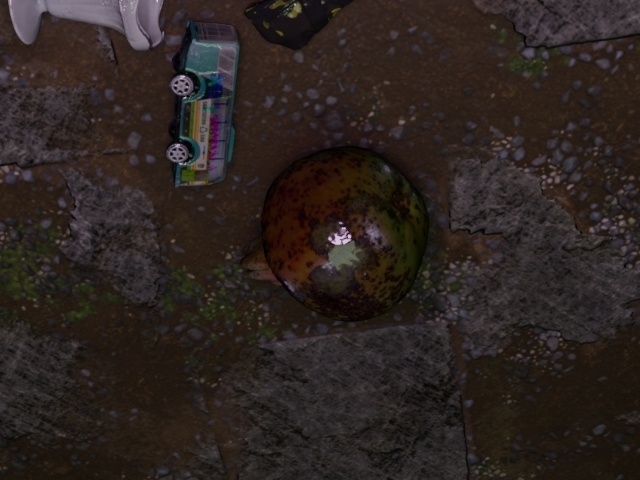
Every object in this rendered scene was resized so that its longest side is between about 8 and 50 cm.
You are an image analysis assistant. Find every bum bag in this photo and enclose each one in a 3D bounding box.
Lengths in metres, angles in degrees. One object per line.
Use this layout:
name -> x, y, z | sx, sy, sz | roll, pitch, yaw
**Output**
bum bag -> 0.003, -0.367, 1.706 | 0.232, 0.060, 0.106 | -33, 129, 21

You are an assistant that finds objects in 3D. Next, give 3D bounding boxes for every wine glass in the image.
wine glass -> -0.329, -0.347, 1.649 | 0.196, 0.165, 0.165 | -1, 125, 3

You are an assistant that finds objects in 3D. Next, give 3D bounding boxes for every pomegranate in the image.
pomegranate -> 0.000, 0.000, 1.857 | 0.340, 0.285, 0.285 | -22, 126, 40

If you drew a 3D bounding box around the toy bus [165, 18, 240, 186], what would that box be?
toy bus -> -0.184, -0.206, 1.796 | 0.109, 0.091, 0.262 | 1, 127, -12
